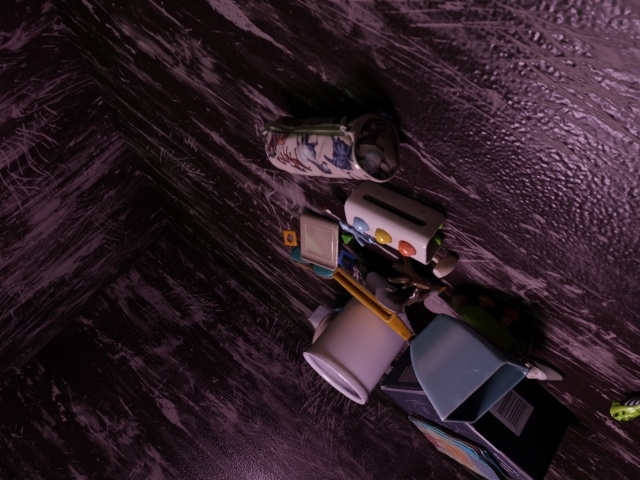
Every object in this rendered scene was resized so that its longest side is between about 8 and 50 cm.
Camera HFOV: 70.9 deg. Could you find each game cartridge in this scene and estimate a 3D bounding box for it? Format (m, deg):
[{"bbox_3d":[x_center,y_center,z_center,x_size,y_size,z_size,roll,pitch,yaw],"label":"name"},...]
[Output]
[{"bbox_3d":[0.200,0.246,1.701,0.285,0.052,0.323,39,174,32],"label":"game cartridge"}]

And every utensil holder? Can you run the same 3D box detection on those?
[{"bbox_3d":[0.170,0.446,1.951,0.328,0.385,0.327,35,159,16],"label":"utensil holder"}]

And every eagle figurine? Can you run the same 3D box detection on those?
[{"bbox_3d":[0.315,0.201,1.510,0.225,0.226,0.298,11,143,19],"label":"eagle figurine"}]

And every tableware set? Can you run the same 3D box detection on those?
[{"bbox_3d":[0.593,0.348,1.441,0.154,0.024,0.103,18,106,44],"label":"tableware set"}]

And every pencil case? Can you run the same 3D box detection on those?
[{"bbox_3d":[0.013,-0.253,1.180,0.411,0.159,0.183,16,155,49],"label":"pencil case"}]

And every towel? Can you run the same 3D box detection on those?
[{"bbox_3d":[0.523,0.797,1.697,0.271,0.040,0.370,50,158,-21],"label":"towel"}]

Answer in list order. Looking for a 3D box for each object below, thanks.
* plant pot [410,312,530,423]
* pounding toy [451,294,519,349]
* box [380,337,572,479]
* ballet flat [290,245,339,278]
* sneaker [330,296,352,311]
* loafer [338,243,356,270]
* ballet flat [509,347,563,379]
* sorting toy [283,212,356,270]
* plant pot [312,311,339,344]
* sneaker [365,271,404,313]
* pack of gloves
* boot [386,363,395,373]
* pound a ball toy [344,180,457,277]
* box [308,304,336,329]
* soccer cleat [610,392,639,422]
[{"bbox_3d":[0.420,0.366,1.360,0.248,0.247,0.252,28,-163,-46],"label":"plant pot"},{"bbox_3d":[0.510,0.222,1.361,0.183,0.110,0.237,35,-173,-3],"label":"pounding toy"},{"bbox_3d":[0.562,0.615,1.721,0.480,0.297,0.472,41,158,0],"label":"box"},{"bbox_3d":[0.001,0.107,1.995,0.124,0.116,0.343,32,169,-38],"label":"ballet flat"},{"bbox_3d":[0.140,0.322,2.230,0.082,0.069,0.209,18,164,-32],"label":"sneaker"},{"bbox_3d":[0.045,0.042,1.811,0.220,0.078,0.080,42,159,1],"label":"loafer"},{"bbox_3d":[0.665,0.407,1.457,0.213,0.068,0.072,29,156,28],"label":"ballet flat"},{"bbox_3d":[0.000,0.000,1.755,0.348,0.047,0.195,18,118,32],"label":"sorting toy"},{"bbox_3d":[0.181,0.543,2.273,0.306,0.333,0.333,1,135,45],"label":"plant pot"},{"bbox_3d":[0.272,0.198,1.735,0.232,0.090,0.115,42,153,-23],"label":"sneaker"},{"bbox_3d":[0.120,-0.013,1.471,0.232,0.046,0.195,30,-171,-27],"label":"pack of gloves"},{"bbox_3d":[0.403,0.706,2.503,0.161,0.083,0.246,20,156,30],"label":"boot"},{"bbox_3d":[0.231,-0.012,1.308,0.319,0.135,0.208,31,156,29],"label":"pound a ball toy"},{"bbox_3d":[0.056,0.493,2.608,0.182,0.119,0.181,20,150,45],"label":"box"},{"bbox_3d":[0.856,0.431,1.191,0.060,0.072,0.179,44,137,-3],"label":"soccer cleat"}]
